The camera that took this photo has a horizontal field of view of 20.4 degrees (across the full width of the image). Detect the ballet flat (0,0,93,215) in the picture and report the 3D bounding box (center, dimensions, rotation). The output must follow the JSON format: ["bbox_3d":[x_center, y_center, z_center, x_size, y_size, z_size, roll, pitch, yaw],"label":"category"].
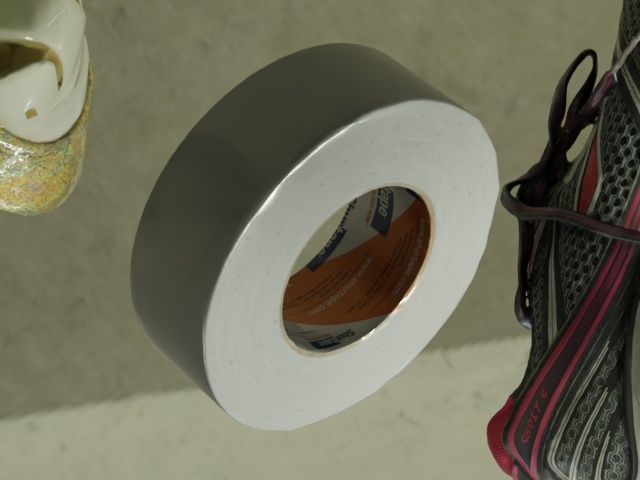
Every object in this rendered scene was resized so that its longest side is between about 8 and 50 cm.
[{"bbox_3d":[-0.183,-0.125,0.867,0.123,0.123,0.348,-34,136,4],"label":"ballet flat"}]

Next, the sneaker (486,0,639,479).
[{"bbox_3d":[0.136,-0.033,0.768,0.112,0.299,0.121,1,165,29],"label":"sneaker"}]

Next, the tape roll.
[{"bbox_3d":[0.000,0.000,1.019,0.219,0.072,0.219,-28,138,-28],"label":"tape roll"}]
